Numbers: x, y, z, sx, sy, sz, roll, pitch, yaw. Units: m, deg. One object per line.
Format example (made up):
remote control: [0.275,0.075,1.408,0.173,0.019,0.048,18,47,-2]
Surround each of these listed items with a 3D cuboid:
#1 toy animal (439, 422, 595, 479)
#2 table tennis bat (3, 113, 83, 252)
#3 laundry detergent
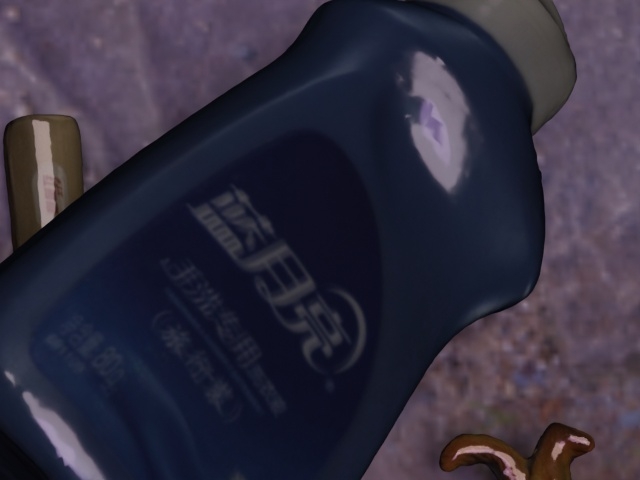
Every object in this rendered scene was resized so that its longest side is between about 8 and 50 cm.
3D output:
toy animal: [0.139,0.158,0.728,0.241,0.057,0.099,32,74,-8]
table tennis bat: [-0.095,0.070,0.700,0.131,0.022,0.234,-4,82,-16]
laundry detergent: [0.000,0.000,0.689,0.143,0.094,0.290,48,65,-8]
